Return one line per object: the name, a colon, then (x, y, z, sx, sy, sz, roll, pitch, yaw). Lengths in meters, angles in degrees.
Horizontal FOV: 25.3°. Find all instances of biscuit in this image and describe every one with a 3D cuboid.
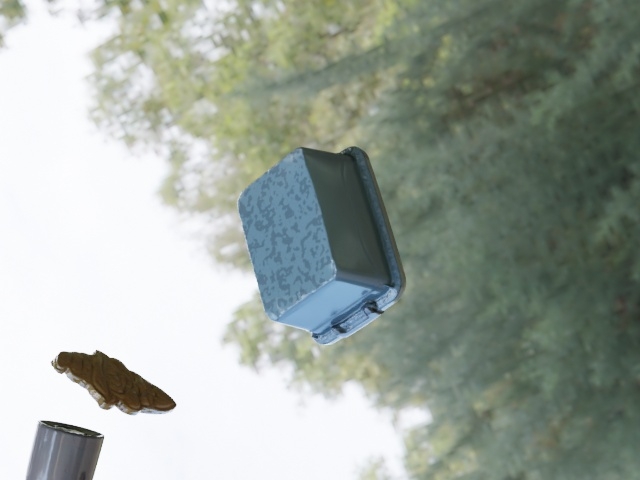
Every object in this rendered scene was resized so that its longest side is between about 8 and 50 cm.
biscuit: (-0.344, 0.242, 2.418, 0.250, 0.035, 0.162, 27, -158, -35)

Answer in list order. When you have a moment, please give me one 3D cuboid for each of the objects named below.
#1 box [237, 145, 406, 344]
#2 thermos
box: (0.000, 0.000, 1.758, 0.130, 0.162, 0.227, 14, -129, -43)
thermos: (-0.384, 0.378, 2.140, 0.105, 0.137, 0.193, 24, -101, -67)
